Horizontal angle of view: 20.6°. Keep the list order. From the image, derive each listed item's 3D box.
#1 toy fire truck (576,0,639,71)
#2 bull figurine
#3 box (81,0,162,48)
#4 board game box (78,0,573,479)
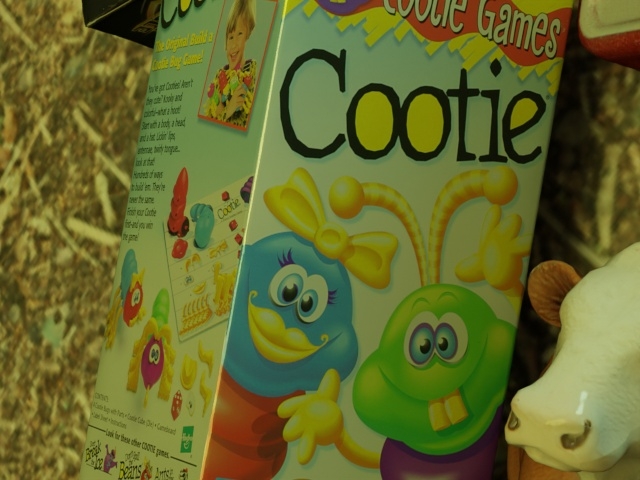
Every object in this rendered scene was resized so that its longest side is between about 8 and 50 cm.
[{"bbox_3d":[0.198,-0.225,0.686,0.254,0.169,0.302,-2,80,62],"label":"toy fire truck"},{"bbox_3d":[0.108,0.094,0.613,0.101,0.310,0.188,17,93,12],"label":"bull figurine"},{"bbox_3d":[-0.027,-0.293,0.946,0.295,0.073,0.293,-25,64,36],"label":"box"},{"bbox_3d":[0.000,0.000,0.788,0.144,0.142,0.275,5,84,63],"label":"board game box"}]
